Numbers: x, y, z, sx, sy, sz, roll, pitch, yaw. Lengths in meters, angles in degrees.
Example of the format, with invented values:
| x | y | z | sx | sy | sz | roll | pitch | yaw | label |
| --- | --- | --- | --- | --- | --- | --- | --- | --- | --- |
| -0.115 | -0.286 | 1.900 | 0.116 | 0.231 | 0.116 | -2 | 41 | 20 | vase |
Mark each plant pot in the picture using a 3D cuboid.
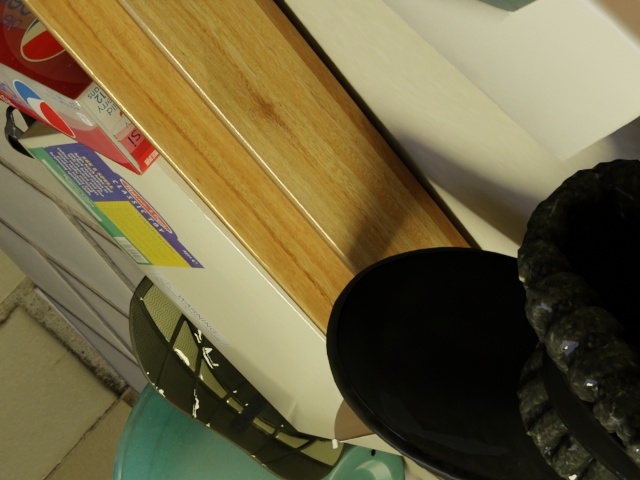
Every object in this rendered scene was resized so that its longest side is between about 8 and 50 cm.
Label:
| x | y | z | sx | sy | sz | roll | pitch | yaw | label |
| --- | --- | --- | --- | --- | --- | --- | --- | --- | --- |
| -0.054 | 0.276 | 1.846 | 0.255 | 0.272 | 0.272 | 14 | 153 | 36 | plant pot |

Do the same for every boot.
| x | y | z | sx | sy | sz | roll | pitch | yaw | label |
| --- | --- | --- | --- | --- | --- | --- | --- | --- | --- |
| 0.117 | 0.052 | 0.772 | 0.348 | 0.131 | 0.260 | 22 | 165 | 31 | boot |

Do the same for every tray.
| x | y | z | sx | sy | sz | roll | pitch | yaw | label |
| --- | --- | --- | --- | --- | --- | --- | --- | --- | --- |
| -0.027 | -0.053 | 1.021 | 0.411 | 0.076 | 0.203 | 48 | 166 | -29 | tray |

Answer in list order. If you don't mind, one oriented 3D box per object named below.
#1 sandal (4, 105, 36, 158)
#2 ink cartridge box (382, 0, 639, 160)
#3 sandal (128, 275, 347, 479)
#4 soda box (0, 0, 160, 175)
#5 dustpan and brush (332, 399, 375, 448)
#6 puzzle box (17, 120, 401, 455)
| x | y | z | sx | sy | sz | roll | pitch | yaw | label |
| --- | --- | --- | --- | --- | --- | --- | --- | --- | --- |
| -0.284 | -0.093 | 1.718 | 0.097 | 0.054 | 0.254 | 35 | 166 | 29 | sandal |
| 0.021 | -0.166 | 0.497 | 0.296 | 0.066 | 0.261 | 42 | 169 | 0 | ink cartridge box |
| -0.092 | 0.139 | 1.637 | 0.303 | 0.120 | 0.086 | 50 | 176 | -30 | sandal |
| -0.191 | -0.138 | 1.189 | 0.263 | 0.092 | 0.083 | 28 | 162 | 49 | soda box |
| 0.083 | 0.108 | 1.194 | 0.211 | 0.147 | 0.060 | -90 | -12 | -67 | dustpan and brush |
| -0.073 | 0.032 | 1.418 | 0.409 | 0.052 | 0.272 | 48 | 161 | -20 | puzzle box |
